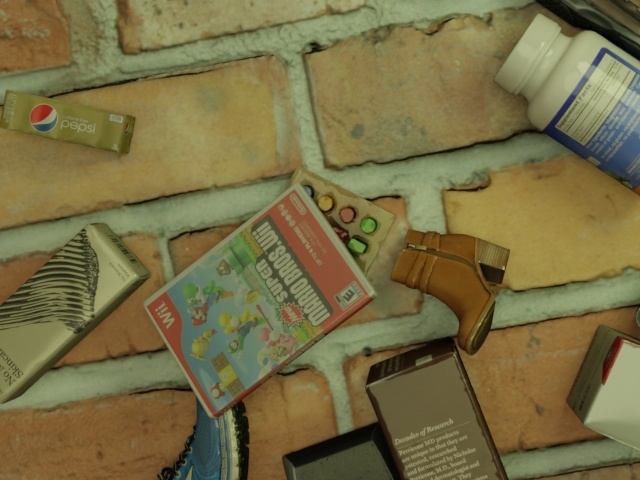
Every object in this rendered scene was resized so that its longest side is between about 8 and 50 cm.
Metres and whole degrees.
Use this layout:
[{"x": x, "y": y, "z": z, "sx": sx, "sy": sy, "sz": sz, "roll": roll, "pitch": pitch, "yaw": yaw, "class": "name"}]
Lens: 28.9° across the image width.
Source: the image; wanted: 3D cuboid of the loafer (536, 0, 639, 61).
[{"x": 0.424, "y": -0.309, "z": 1.708, "sx": 0.302, "sy": 0.109, "sz": 0.095, "roll": 34, "pitch": 90, "yaw": 6, "class": "loafer"}]

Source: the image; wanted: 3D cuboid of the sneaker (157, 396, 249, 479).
[{"x": -0.179, "y": 0.342, "z": 1.766, "sx": 0.147, "sy": 0.130, "sz": 0.330, "roll": 3, "pitch": 92, "yaw": 2, "class": "sneaker"}]

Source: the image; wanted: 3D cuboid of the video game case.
[{"x": -0.088, "y": 0.082, "z": 1.717, "sx": 0.285, "sy": 0.025, "sz": 0.204, "roll": -38, "pitch": 66, "yaw": 8, "class": "video game case"}]

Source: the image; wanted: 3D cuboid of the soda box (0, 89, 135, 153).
[{"x": -0.365, "y": -0.171, "z": 1.795, "sx": 0.181, "sy": 0.061, "sz": 0.058, "roll": 13, "pitch": 93, "yaw": 4, "class": "soda box"}]

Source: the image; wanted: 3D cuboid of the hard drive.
[{"x": 0.057, "y": 0.407, "z": 1.785, "sx": 0.172, "sy": 0.054, "sz": 0.255, "roll": -20, "pitch": 90, "yaw": 5, "class": "hard drive"}]

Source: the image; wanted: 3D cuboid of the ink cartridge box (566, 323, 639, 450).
[{"x": 0.425, "y": 0.203, "z": 1.688, "sx": 0.127, "sy": 0.176, "sz": 0.128, "roll": 23, "pitch": 95, "yaw": 1, "class": "ink cartridge box"}]

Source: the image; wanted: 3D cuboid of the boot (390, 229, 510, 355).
[{"x": 0.169, "y": 0.068, "z": 1.721, "sx": 0.152, "sy": 0.197, "sz": 0.073, "roll": 13, "pitch": 136, "yaw": 11, "class": "boot"}]

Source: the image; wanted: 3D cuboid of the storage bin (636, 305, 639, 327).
[{"x": 0.488, "y": 0.072, "z": 1.720, "sx": 0.098, "sy": 0.091, "sz": 0.135, "roll": 32, "pitch": 93, "yaw": 3, "class": "storage bin"}]

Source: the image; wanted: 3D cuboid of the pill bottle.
[{"x": 0.377, "y": -0.188, "z": 1.690, "sx": 0.272, "sy": 0.152, "sz": 0.152, "roll": 34, "pitch": 94, "yaw": 3, "class": "pill bottle"}]

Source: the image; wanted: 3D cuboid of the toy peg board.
[{"x": 0.000, "y": 0.000, "z": 1.763, "sx": 0.160, "sy": 0.079, "sz": 0.161, "roll": 27, "pitch": 93, "yaw": 3, "class": "toy peg board"}]

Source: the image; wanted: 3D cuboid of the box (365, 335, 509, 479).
[{"x": 0.191, "y": 0.337, "z": 1.704, "sx": 0.143, "sy": 0.191, "sz": 0.381, "roll": -20, "pitch": 90, "yaw": 5, "class": "box"}]

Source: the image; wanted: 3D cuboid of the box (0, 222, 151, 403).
[{"x": -0.384, "y": 0.103, "z": 1.790, "sx": 0.275, "sy": 0.094, "sz": 0.113, "roll": -44, "pitch": 88, "yaw": 4, "class": "box"}]
